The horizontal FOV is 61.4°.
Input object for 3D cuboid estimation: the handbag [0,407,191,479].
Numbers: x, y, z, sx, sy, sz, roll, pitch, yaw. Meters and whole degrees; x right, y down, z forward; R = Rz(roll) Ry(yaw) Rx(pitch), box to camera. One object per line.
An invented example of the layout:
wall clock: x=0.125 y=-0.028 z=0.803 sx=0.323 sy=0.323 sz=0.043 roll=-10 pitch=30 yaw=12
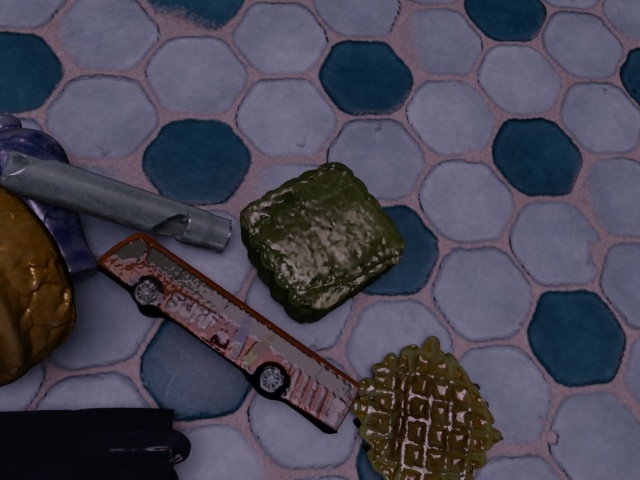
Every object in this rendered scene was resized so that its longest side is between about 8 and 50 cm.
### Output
handbag: x=-0.312 y=0.304 z=0.589 sx=0.329 sy=0.303 sz=0.121 roll=-1 pitch=101 yaw=-11

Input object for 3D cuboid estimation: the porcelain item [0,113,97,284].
porcelain item: x=-0.415 y=-0.056 z=0.780 sx=0.141 sy=0.141 sz=0.259 roll=-26 pitch=88 yaw=-16

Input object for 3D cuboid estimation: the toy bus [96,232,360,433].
toy bus: x=-0.134 y=0.134 z=0.778 sx=0.409 sy=0.093 sz=0.092 roll=35 pitch=70 yaw=3

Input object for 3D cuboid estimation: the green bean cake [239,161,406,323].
green bean cake: x=0.000 y=0.000 z=0.830 sx=0.214 sy=0.113 sz=0.200 roll=-33 pitch=81 yaw=-16

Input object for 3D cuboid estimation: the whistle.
whistle: x=-0.275 y=-0.050 z=0.761 sx=0.312 sy=0.062 sz=0.062 roll=20 pitch=68 yaw=-32

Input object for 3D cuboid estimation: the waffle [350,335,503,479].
waffle: x=0.153 y=0.265 z=0.800 sx=0.208 sy=0.054 sz=0.214 roll=-32 pitch=74 yaw=-13

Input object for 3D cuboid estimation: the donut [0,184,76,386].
donut: x=-0.443 y=0.041 z=0.669 sx=0.330 sy=0.330 sz=0.160 roll=46 pitch=35 yaw=7
